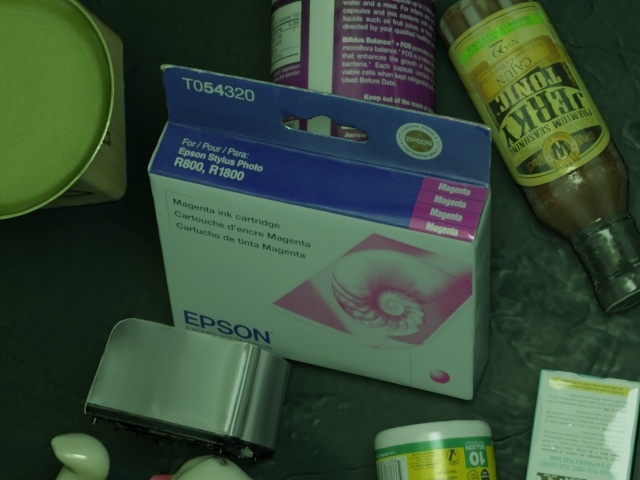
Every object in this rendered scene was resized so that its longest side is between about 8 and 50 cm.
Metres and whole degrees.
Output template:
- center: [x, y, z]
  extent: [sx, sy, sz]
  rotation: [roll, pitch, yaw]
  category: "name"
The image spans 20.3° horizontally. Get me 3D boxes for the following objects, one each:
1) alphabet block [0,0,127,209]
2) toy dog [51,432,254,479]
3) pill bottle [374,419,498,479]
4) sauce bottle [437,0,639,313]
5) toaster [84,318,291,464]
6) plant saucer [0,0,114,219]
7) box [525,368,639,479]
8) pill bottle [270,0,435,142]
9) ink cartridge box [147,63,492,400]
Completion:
- center: [-0.322, -0.143, 1.862]
  extent: [0.192, 0.197, 0.193]
  rotation: [-7, 79, 11]
  category: "alphabet block"
- center: [-0.178, 0.373, 1.701]
  extent: [0.408, 0.284, 0.395]
  rotation: [-34, 88, 5]
  category: "toy dog"
- center: [0.120, 0.284, 1.725]
  extent: [0.117, 0.117, 0.208]
  rotation: [-8, 78, 12]
  category: "pill bottle"
- center: [0.235, -0.094, 1.769]
  extent: [0.111, 0.111, 0.344]
  rotation: [-29, 75, 7]
  category: "sauce bottle"
- center: [-0.121, 0.153, 1.778]
  extent: [0.185, 0.168, 0.110]
  rotation: [11, 82, 15]
  category: "toaster"
- center: [-0.309, -0.135, 1.735]
  extent: [0.241, 0.037, 0.241]
  rotation: [-3, 79, 13]
  category: "plant saucer"
- center: [0.249, 0.253, 1.730]
  extent: [0.100, 0.060, 0.244]
  rotation: [7, 82, 14]
  category: "box"
- center: [0.033, -0.183, 1.802]
  extent: [0.169, 0.169, 0.302]
  rotation: [-1, 80, 13]
  category: "pill bottle"
- center: [0.000, 0.000, 1.709]
  extent: [0.324, 0.330, 0.071]
  rotation: [12, 50, 16]
  category: "ink cartridge box"
